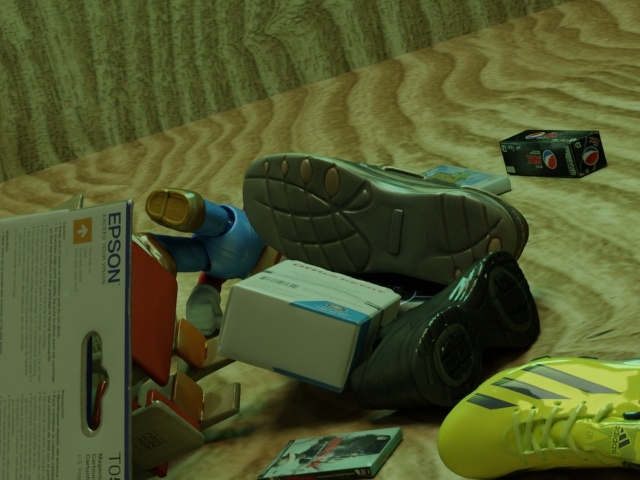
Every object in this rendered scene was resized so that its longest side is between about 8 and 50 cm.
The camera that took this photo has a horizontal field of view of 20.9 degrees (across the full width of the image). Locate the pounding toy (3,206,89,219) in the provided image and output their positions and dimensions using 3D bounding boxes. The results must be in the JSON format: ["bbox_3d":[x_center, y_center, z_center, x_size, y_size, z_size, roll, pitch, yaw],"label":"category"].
[{"bbox_3d":[-0.449,0.055,2.673,0.269,0.155,0.154,-10,-17,-14],"label":"pounding toy"}]

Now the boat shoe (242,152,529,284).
[{"bbox_3d":[0.075,-0.021,1.998,0.355,0.132,0.130,16,11,28],"label":"boat shoe"}]

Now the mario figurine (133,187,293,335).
[{"bbox_3d":[-0.081,0.011,2.194,0.198,0.170,0.320,-30,-19,33],"label":"mario figurine"}]

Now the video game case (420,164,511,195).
[{"bbox_3d":[0.146,-0.063,2.533,0.193,0.023,0.212,-21,14,-18],"label":"video game case"}]

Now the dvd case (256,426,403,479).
[{"bbox_3d":[0.009,0.204,1.633,0.119,0.013,0.087,-11,14,26],"label":"dvd case"}]

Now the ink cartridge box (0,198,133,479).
[{"bbox_3d":[-0.283,0.143,1.595,0.330,0.324,0.071,-7,-13,30],"label":"ink cartridge box"}]

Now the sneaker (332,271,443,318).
[{"bbox_3d":[0.044,0.077,1.937,0.232,0.090,0.081,-14,13,12],"label":"sneaker"}]

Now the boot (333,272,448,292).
[{"bbox_3d":[0.090,0.026,2.122,0.197,0.077,0.137,6,11,4],"label":"boot"}]

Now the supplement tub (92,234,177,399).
[{"bbox_3d":[-0.338,0.123,1.895,0.235,0.235,0.325,-3,19,45],"label":"supplement tub"}]

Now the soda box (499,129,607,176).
[{"bbox_3d":[0.333,-0.126,2.498,0.060,0.053,0.169,-23,15,-27],"label":"soda box"}]

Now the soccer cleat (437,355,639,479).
[{"bbox_3d":[0.229,0.149,1.427,0.289,0.093,0.121,-13,20,17],"label":"soccer cleat"}]

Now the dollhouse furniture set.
[{"bbox_3d":[-0.177,0.110,1.713,0.135,0.262,0.259,-28,38,25],"label":"dollhouse furniture set"}]

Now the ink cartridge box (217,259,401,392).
[{"bbox_3d":[-0.008,0.086,1.814,0.139,0.082,0.190,17,9,13],"label":"ink cartridge box"}]

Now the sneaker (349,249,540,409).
[{"bbox_3d":[0.125,0.091,1.776,0.130,0.109,0.286,-18,6,36],"label":"sneaker"}]
